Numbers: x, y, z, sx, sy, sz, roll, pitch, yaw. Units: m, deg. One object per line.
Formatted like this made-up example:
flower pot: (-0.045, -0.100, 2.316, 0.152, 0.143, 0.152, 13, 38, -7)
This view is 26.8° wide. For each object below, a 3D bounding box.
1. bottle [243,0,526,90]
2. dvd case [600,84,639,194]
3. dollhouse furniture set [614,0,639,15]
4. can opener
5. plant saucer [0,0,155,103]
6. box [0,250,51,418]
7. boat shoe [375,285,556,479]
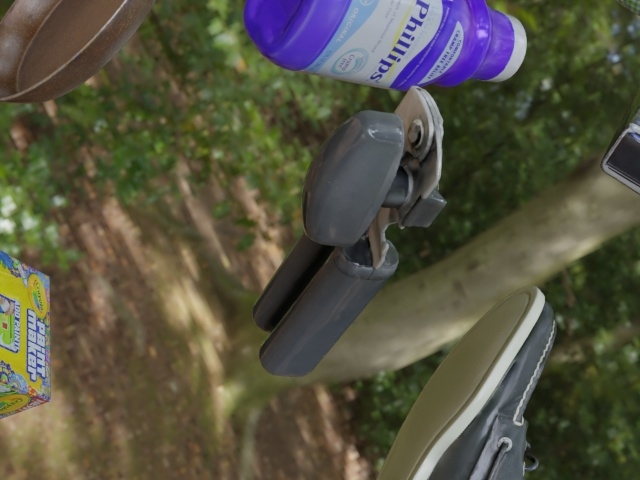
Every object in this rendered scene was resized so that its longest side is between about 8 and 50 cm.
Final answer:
bottle: (0.069, -0.191, 1.184, 0.282, 0.118, 0.092, 6, 39, -43)
dvd case: (0.247, -0.006, 0.606, 0.238, 0.030, 0.179, 33, 28, 6)
dollhouse furniture set: (0.288, -0.372, 1.204, 0.197, 0.301, 0.151, 26, -24, 38)
can opener: (0.000, 0.000, 0.906, 0.283, 0.095, 0.076, 126, -39, -48)
plant saucer: (-0.159, -0.152, 0.890, 0.029, 0.168, 0.168, 43, 14, -33)
box: (-0.518, 0.112, 1.579, 0.279, 0.290, 0.177, 36, 40, -51)
boat shoe: (0.124, 0.201, 1.141, 0.113, 0.340, 0.127, 36, -19, -11)
